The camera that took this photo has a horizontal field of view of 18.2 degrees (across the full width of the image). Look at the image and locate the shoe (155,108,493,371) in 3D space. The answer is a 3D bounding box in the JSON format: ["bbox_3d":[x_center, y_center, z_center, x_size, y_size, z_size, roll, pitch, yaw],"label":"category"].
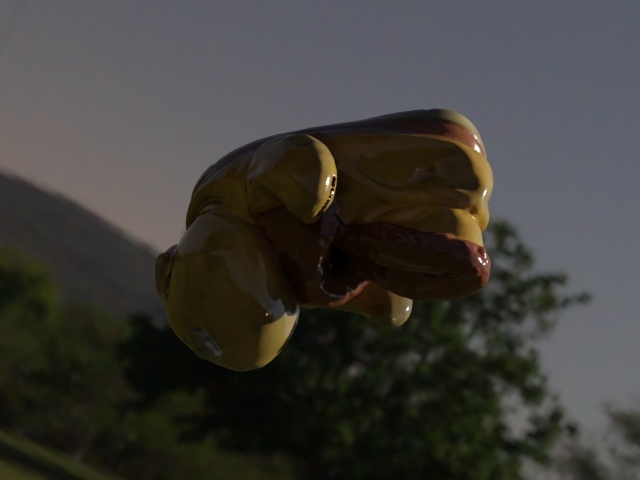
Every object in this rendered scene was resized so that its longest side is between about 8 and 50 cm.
[{"bbox_3d":[0.001,-0.003,0.620,0.109,0.069,0.072,-6,-46,-4],"label":"shoe"}]
